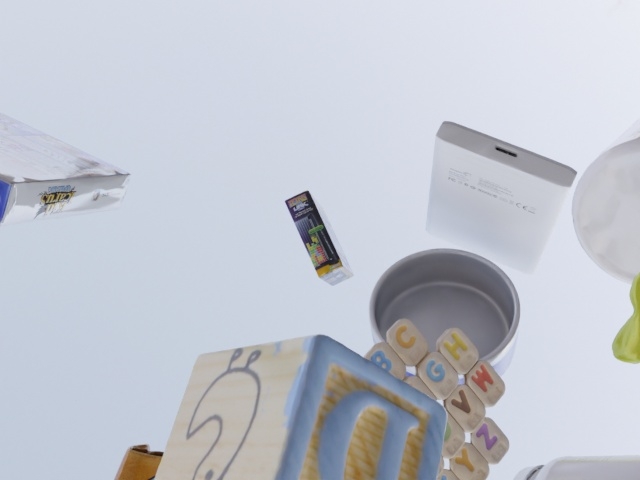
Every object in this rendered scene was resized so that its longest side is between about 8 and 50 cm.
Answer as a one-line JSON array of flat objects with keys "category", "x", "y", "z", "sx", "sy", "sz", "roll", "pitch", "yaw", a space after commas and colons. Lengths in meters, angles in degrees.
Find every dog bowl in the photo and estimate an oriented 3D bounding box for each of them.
[{"category": "dog bowl", "x": 0.221, "y": 0.146, "z": 1.458, "sx": 0.265, "sy": 0.104, "sz": 0.265, "roll": -4, "pitch": -130, "yaw": 5}]

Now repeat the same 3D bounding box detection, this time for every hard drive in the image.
[{"category": "hard drive", "x": 0.310, "y": -0.066, "z": 1.465, "sx": 0.233, "sy": 0.353, "sz": 0.047, "roll": 23, "pitch": -112, "yaw": 15}]

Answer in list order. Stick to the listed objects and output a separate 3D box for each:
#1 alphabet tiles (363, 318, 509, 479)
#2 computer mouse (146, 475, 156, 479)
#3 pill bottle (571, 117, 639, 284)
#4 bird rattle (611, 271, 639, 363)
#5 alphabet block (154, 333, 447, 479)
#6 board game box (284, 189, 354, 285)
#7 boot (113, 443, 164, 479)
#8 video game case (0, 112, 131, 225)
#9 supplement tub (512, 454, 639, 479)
[{"category": "alphabet tiles", "x": 0.166, "y": 0.270, "z": 1.239, "sx": 0.284, "sy": 0.021, "sz": 0.278, "roll": -42, "pitch": -84, "yaw": -27}, {"category": "computer mouse", "x": -0.139, "y": 0.325, "z": 0.961, "sx": 0.071, "sy": 0.242, "sz": 0.041, "roll": 12, "pitch": -91, "yaw": -45}, {"category": "pill bottle", "x": 0.418, "y": -0.070, "z": 0.952, "sx": 0.169, "sy": 0.169, "sz": 0.301, "roll": 51, "pitch": -141, "yaw": 7}, {"category": "bird rattle", "x": 0.371, "y": 0.058, "z": 0.632, "sx": 0.143, "sy": 0.253, "sz": 0.207, "roll": -17, "pitch": -113, "yaw": -31}, {"category": "alphabet block", "x": -0.021, "y": 0.220, "z": 0.791, "sx": 0.193, "sy": 0.197, "sz": 0.192, "roll": 36, "pitch": -125, "yaw": -30}, {"category": "board game box", "x": 0.000, "y": 0.000, "z": 1.384, "sx": 0.141, "sy": 0.048, "sz": 0.170, "roll": 64, "pitch": -176, "yaw": 11}, {"category": "boot", "x": -0.281, "y": 0.374, "z": 1.056, "sx": 0.295, "sy": 0.104, "sz": 0.211, "roll": 14, "pitch": -90, "yaw": -55}, {"category": "video game case", "x": -0.424, "y": -0.105, "z": 1.037, "sx": 0.269, "sy": 0.061, "sz": 0.244, "roll": 25, "pitch": -165, "yaw": 14}, {"category": "supplement tub", "x": 0.521, "y": 0.501, "z": 1.441, "sx": 0.235, "sy": 0.325, "sz": 0.235, "roll": 15, "pitch": -112, "yaw": -41}]
